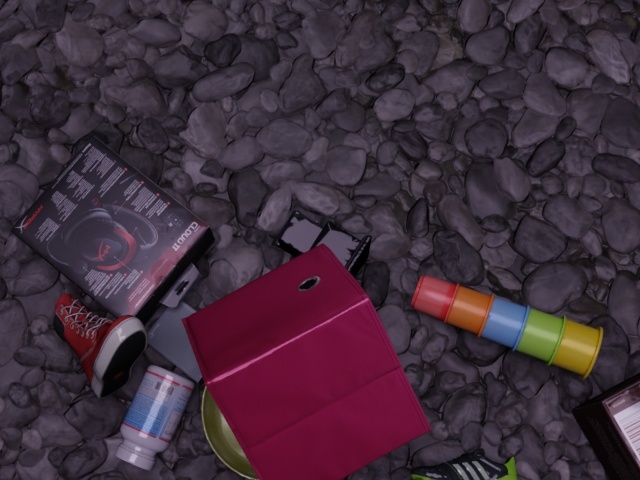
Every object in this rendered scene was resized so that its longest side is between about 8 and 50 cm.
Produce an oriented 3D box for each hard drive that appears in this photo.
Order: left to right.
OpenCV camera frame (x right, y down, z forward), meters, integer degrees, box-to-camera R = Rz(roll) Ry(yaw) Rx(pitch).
[{"bbox_3d":[-0.224,0.169,1.750,0.135,0.022,0.094,33,79,25],"label":"hard drive"}]

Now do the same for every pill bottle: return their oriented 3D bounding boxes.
[{"bbox_3d":[-0.277,0.293,1.707,0.087,0.087,0.160,23,78,5],"label":"pill bottle"}]

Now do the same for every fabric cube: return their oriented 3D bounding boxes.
[{"bbox_3d":[-0.028,0.199,1.561,0.258,0.254,0.259,-27,113,-5],"label":"fabric cube"}]

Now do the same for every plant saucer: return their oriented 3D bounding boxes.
[{"bbox_3d":[-0.079,0.284,1.734,0.241,0.037,0.241,0,77,0],"label":"plant saucer"}]

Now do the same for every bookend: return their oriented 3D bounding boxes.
[{"bbox_3d":[0.000,0.000,1.738,0.157,0.156,0.072,31,79,8],"label":"bookend"}]

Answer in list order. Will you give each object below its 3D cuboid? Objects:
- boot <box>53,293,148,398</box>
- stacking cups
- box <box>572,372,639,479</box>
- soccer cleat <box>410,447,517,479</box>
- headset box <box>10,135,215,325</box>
[{"bbox_3d":[-0.369,0.140,1.669,0.088,0.244,0.176,-29,77,-32],"label":"boot"},{"bbox_3d":[0.311,0.133,1.737,0.316,0.096,0.096,21,78,5],"label":"stacking cups"},{"bbox_3d":[0.533,0.299,1.643,0.167,0.203,0.168,-28,79,-6],"label":"box"},{"bbox_3d":[0.237,0.380,1.705,0.179,0.060,0.072,6,68,-5],"label":"soccer cleat"},{"bbox_3d":[-0.339,0.000,1.762,0.293,0.110,0.218,37,80,8],"label":"headset box"}]
